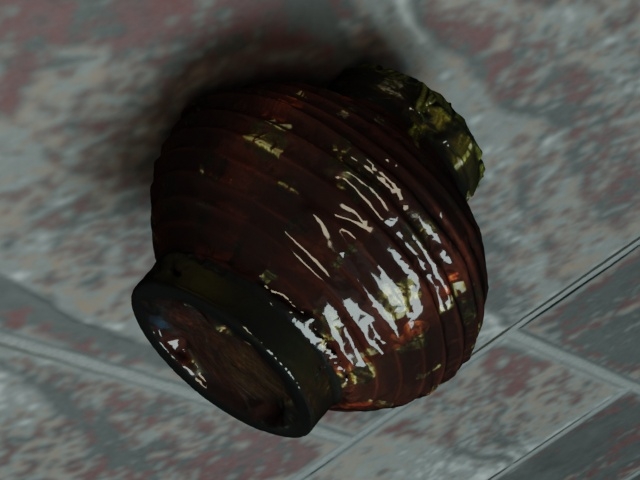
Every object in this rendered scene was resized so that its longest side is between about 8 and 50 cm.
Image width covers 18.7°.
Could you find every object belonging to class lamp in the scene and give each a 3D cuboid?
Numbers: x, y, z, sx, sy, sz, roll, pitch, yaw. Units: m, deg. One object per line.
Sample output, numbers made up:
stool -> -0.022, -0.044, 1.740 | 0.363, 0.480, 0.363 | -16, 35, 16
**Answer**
lamp -> 0.000, 0.000, 1.228 | 0.247, 0.247, 0.247 | -19, 151, -11
